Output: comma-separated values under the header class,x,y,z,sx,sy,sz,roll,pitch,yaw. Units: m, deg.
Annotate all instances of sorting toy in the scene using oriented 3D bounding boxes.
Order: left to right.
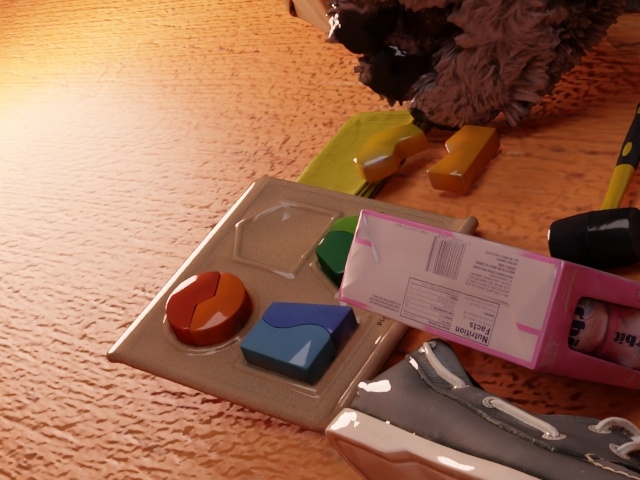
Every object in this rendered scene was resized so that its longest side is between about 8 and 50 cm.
class,x,y,z,sx,sy,sz,roll,pitch,yaw
sorting toy,0.000,0.000,0.946,0.229,0.041,0.307,11,49,36

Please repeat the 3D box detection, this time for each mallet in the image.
class,x,y,z,sx,sy,sz,roll,pitch,yaw
mallet,0.218,-0.045,0.859,0.062,0.039,0.189,-4,35,40

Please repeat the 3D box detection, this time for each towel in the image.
class,x,y,z,sx,sy,sz,roll,pitch,yaw
towel,-0.001,-0.038,1.057,0.102,0.021,0.237,5,45,45

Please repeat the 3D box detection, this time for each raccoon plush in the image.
class,x,y,z,sx,sy,sz,roll,pitch,yaw
raccoon plush,0.208,-0.258,1.030,0.446,0.216,0.299,-5,33,34

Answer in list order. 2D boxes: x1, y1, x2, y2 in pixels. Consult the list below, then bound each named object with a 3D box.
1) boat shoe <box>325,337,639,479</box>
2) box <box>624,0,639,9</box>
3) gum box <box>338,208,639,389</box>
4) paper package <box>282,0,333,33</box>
class,x,y,z,sx,sy,sz,roll,pitch,yaw
boat shoe,0.124,0.115,0.620,0.099,0.116,0.319,-47,28,-19
box,0.373,-0.252,1.015,0.159,0.044,0.233,-46,33,-23
gum box,0.112,0.035,0.741,0.188,0.107,0.062,18,93,53
paper package,0.062,-0.414,1.276,0.325,0.309,0.168,-36,30,-5
